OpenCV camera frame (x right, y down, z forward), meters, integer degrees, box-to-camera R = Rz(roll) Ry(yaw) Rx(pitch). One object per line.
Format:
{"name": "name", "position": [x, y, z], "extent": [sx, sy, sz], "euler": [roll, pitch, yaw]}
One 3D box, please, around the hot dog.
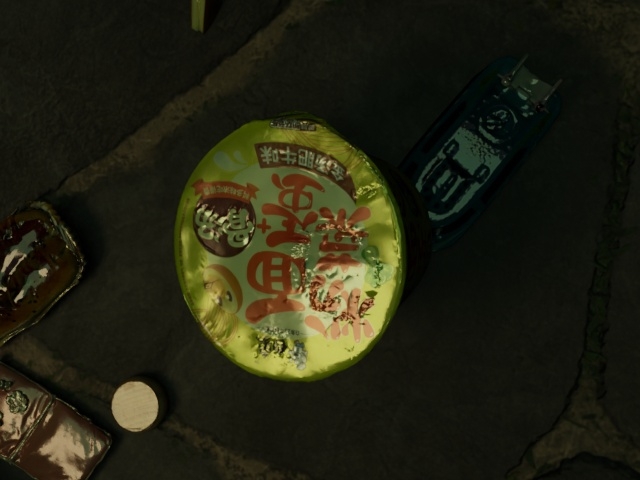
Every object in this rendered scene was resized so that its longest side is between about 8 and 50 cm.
{"name": "hot dog", "position": [-0.473, 0.057, 1.138], "extent": [0.270, 0.082, 0.162], "euler": [-37, 85, 5]}

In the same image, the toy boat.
{"name": "toy boat", "position": [0.197, -0.114, 1.032], "extent": [0.134, 0.092, 0.299], "euler": [39, 94, 5]}

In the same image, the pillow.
{"name": "pillow", "position": [-0.431, 0.283, 1.143], "extent": [0.232, 0.043, 0.126], "euler": [31, 93, 8]}

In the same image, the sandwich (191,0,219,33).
{"name": "sandwich", "position": [-0.169, -0.350, 1.122], "extent": [0.031, 0.083, 0.044], "euler": [30, 49, 14]}

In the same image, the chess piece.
{"name": "chess piece", "position": [-0.267, 0.241, 1.121], "extent": [0.083, 0.038, 0.084], "euler": [0, 88, 11]}

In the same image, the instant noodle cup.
{"name": "instant noodle cup", "position": [0.000, 0.000, 0.963], "extent": [0.311, 0.221, 0.311], "euler": [3, 97, 24]}
